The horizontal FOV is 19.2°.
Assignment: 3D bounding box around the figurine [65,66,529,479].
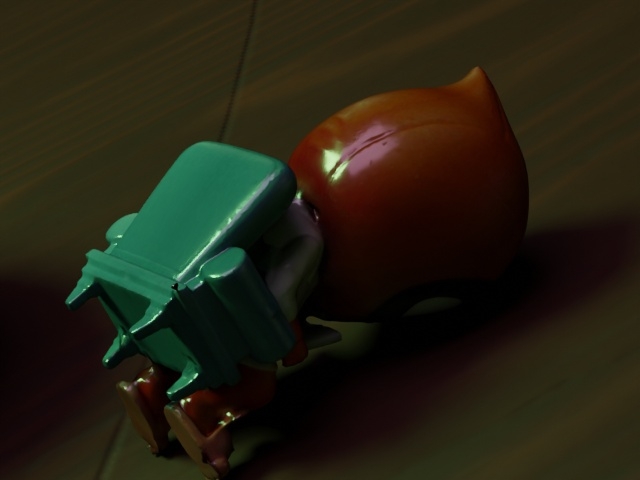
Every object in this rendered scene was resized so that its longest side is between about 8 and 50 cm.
[{"bbox_3d":[0.000,0.000,0.539,0.140,0.075,0.068,-34,26,-20],"label":"figurine"}]
